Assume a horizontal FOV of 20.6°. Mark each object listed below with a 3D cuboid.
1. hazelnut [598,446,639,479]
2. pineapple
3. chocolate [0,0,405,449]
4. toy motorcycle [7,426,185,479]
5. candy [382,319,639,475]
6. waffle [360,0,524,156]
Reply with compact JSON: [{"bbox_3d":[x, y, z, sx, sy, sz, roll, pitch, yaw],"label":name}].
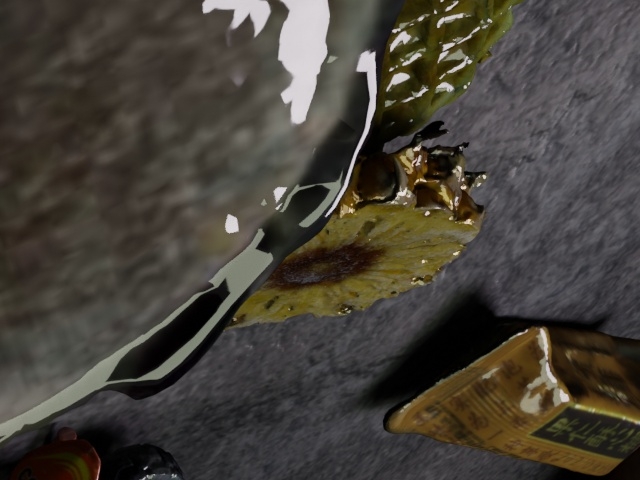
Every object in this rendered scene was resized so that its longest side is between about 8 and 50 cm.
[{"bbox_3d":[0.415,0.274,1.677,0.372,0.315,0.372,-41,-177,2],"label":"hazelnut"},{"bbox_3d":[0.000,0.000,0.959,0.221,0.047,0.221,-16,164,-5],"label":"pineapple"},{"bbox_3d":[-0.143,-0.089,0.549,0.303,0.213,0.303,-26,147,-18],"label":"chocolate"},{"bbox_3d":[-0.210,0.231,1.091,0.298,0.089,0.171,-43,151,10],"label":"toy motorcycle"},{"bbox_3d":[0.171,0.115,1.356,0.143,0.101,0.271,-44,146,25],"label":"candy"},{"bbox_3d":[0.017,-0.104,0.877,0.208,0.054,0.214,-44,152,25],"label":"waffle"}]
